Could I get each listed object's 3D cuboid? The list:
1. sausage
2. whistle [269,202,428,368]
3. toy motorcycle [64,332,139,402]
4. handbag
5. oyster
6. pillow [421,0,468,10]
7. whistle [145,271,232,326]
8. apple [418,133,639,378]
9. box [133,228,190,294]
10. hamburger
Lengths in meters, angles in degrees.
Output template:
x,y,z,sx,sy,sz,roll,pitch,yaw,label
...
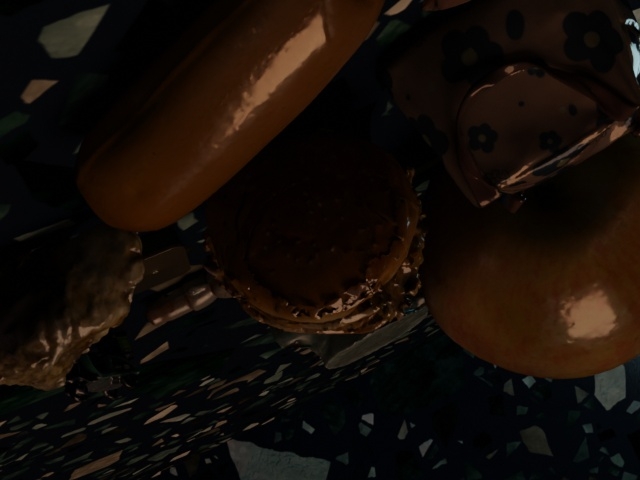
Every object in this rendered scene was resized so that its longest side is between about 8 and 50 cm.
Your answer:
x,y,z,sx,sy,sz,roll,pitch,yaw,label
-0.068,-0.137,0.884,0.354,0.116,0.134,-39,150,30,sausage
0.112,0.049,1.680,0.404,0.168,0.188,-33,165,10,whistle
-0.330,0.185,1.558,0.058,0.100,0.173,-32,166,20,toy motorcycle
0.219,-0.157,1.103,0.251,0.193,0.190,-32,168,24,handbag
-0.345,0.090,1.165,0.341,0.166,0.110,-12,177,16,oyster
0.184,-0.281,0.844,0.236,0.084,0.223,-23,167,1,pillow
-0.147,0.065,1.524,0.220,0.057,0.107,-24,166,4,whistle
0.316,-0.005,1.441,0.391,0.391,0.346,-25,154,-3,apple
-0.213,0.027,1.339,0.091,0.031,0.126,-24,165,-7,box
0.006,-0.002,1.182,0.245,0.260,0.211,-44,161,-6,hamburger
